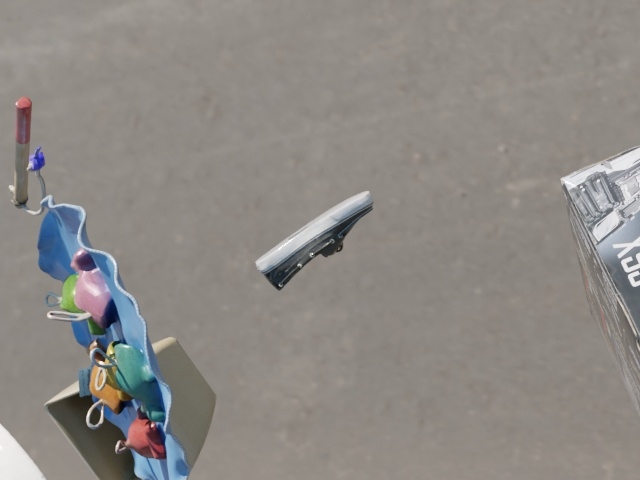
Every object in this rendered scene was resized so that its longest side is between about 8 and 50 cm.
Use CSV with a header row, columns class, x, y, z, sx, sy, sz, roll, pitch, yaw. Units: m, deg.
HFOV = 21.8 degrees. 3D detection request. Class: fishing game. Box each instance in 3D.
class,x,y,z,sx,sy,sz,roll,pitch,yaw
fishing game,-0.119,0.064,0.889,0.264,0.041,0.189,63,162,14

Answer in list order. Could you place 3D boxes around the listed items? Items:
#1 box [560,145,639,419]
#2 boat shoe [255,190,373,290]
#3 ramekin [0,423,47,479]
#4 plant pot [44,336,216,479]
class,x,y,z,sx,sy,sz,roll,pitch,yaw
box,0.285,0.116,1.280,0.076,0.242,0.307,-22,58,3
boat shoe,0.000,0.000,1.715,0.142,0.040,0.049,-34,7,10
ramekin,-0.342,0.321,1.724,0.277,0.135,0.277,44,154,28
plant pot,-0.158,0.148,1.483,0.109,0.109,0.096,-24,17,38
